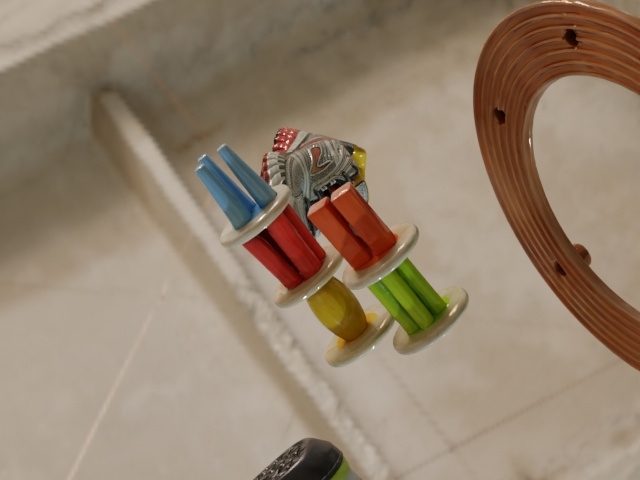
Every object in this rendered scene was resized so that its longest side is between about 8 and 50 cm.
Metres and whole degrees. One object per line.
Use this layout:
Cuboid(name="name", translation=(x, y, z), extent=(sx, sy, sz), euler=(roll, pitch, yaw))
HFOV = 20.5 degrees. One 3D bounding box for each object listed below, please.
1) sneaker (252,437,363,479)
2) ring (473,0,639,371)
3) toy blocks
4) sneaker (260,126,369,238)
Cuboid(name="sneaker", translation=(-0.046, 0.233, 1.196), extent=(0.097, 0.234, 0.084), euler=(45, -157, -8))
Cuboid(name="ring", translation=(0.237, -0.029, 1.290), extent=(0.032, 0.337, 0.336), euler=(-32, -114, -24))
Cuboid(name="toy blocks", translation=(0.000, 0.000, 1.012), extent=(0.148, 0.123, 0.054), euler=(49, -123, -17))
Cuboid(name="sneaker", translation=(-0.005, -0.046, 1.559), extent=(0.092, 0.088, 0.225), euler=(5, -155, 6))
